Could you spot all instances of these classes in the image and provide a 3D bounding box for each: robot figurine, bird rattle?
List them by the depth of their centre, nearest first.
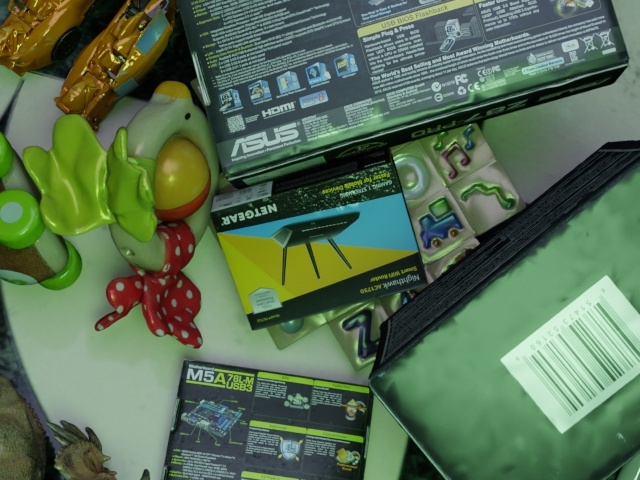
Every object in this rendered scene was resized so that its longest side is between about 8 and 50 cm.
[{"bbox_3d":[-0.147,-0.029,1.121,0.143,0.253,0.207,7,54,31],"label":"bird rattle"},{"bbox_3d":[-0.213,-0.273,1.270,0.211,0.085,0.291,37,90,10],"label":"robot figurine"}]

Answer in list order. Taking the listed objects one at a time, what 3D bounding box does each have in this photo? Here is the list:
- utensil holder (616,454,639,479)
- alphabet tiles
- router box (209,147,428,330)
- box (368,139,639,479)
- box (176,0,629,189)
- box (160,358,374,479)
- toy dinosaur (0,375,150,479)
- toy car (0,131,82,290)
[{"bbox_3d":[0.454,0.289,0.982,0.385,0.327,0.327,26,66,5],"label":"utensil holder"},{"bbox_3d":[0.024,-0.058,1.196,0.285,0.011,0.342,-31,83,5],"label":"alphabet tiles"},{"bbox_3d":[0.000,0.000,1.139,0.179,0.133,0.046,-15,23,7],"label":"router box"},{"bbox_3d":[0.211,0.068,1.012,0.296,0.294,0.183,-39,91,7],"label":"box"},{"bbox_3d":[0.059,-0.253,1.151,0.395,0.097,0.318,-17,85,4],"label":"box"},{"bbox_3d":[-0.053,0.215,1.126,0.190,0.045,0.184,8,63,0],"label":"box"},{"bbox_3d":[-0.291,0.187,1.080,0.200,0.127,0.296,-27,62,-19],"label":"toy dinosaur"},{"bbox_3d":[-0.350,0.003,1.145,0.188,0.155,0.149,-29,71,-6],"label":"toy car"}]
